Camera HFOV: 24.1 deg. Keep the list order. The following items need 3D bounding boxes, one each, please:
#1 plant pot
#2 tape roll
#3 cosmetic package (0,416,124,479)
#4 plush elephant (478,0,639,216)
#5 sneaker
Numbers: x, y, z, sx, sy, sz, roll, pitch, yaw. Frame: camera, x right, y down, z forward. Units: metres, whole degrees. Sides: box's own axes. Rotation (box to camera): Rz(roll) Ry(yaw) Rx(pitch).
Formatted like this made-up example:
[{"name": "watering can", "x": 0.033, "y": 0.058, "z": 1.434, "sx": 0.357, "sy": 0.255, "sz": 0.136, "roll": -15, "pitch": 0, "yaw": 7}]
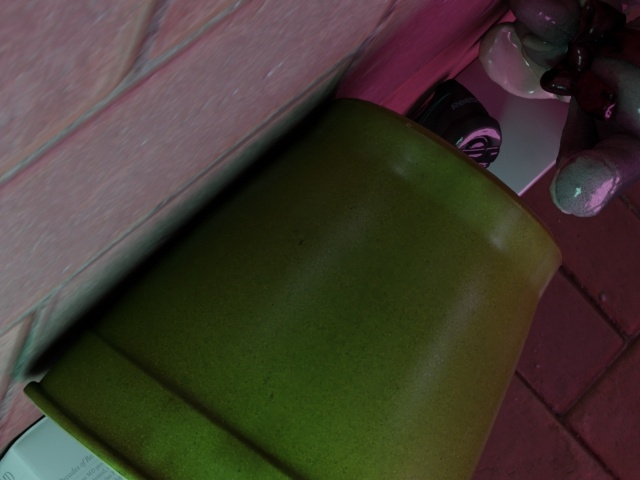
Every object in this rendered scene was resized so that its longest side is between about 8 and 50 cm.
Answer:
[{"name": "plant pot", "x": 0.008, "y": 0.086, "z": 1.242, "sx": 0.353, "sy": 0.366, "sz": 0.366, "roll": -55, "pitch": 178, "yaw": -8}, {"name": "tape roll", "x": 0.218, "y": -0.127, "z": 2.012, "sx": 0.246, "sy": 0.169, "sz": 0.246, "roll": -42, "pitch": 175, "yaw": -4}, {"name": "cosmetic package", "x": -0.237, "y": 0.268, "z": 1.577, "sx": 0.151, "sy": 0.184, "sz": 0.151, "roll": -41, "pitch": 176, "yaw": -42}, {"name": "plush elephant", "x": 0.308, "y": -0.210, "z": 1.652, "sx": 0.272, "sy": 0.255, "sz": 0.330, "roll": -54, "pitch": 165, "yaw": 19}, {"name": "sneaker", "x": 0.143, "y": -0.086, "z": 1.882, "sx": 0.101, "sy": 0.106, "sz": 0.267, "roll": -5, "pitch": 143, "yaw": -31}]
